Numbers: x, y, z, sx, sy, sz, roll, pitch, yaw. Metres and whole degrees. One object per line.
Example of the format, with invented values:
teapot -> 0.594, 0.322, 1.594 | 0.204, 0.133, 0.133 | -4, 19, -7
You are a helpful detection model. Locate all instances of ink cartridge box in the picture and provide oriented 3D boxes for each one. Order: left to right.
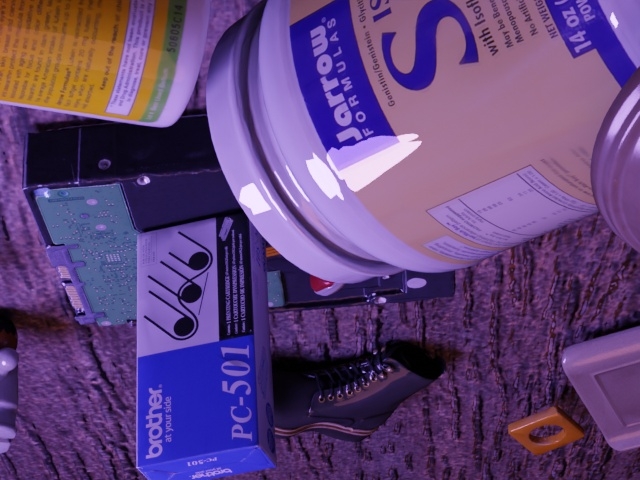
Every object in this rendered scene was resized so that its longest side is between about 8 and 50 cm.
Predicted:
ink cartridge box -> -0.090, 0.081, 1.201 | 0.097, 0.207, 0.046 | -12, 147, 12

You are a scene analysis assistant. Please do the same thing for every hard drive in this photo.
hard drive -> -0.057, -0.019, 1.299 | 0.339, 0.064, 0.237 | -6, 148, 2

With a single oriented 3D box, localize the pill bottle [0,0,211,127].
pill bottle -> -0.203, -0.156, 0.995 | 0.245, 0.136, 0.136 | 7, 146, -18

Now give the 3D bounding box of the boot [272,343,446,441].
boot -> 0.015, 0.138, 1.561 | 0.198, 0.077, 0.137 | 8, 144, -42

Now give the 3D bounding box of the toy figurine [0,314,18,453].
toy figurine -> -0.383, 0.110, 1.401 | 0.209, 0.148, 0.213 | -20, 143, 13

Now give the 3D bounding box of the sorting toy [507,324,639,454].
sorting toy -> 0.356, 0.136, 1.611 | 0.347, 0.047, 0.196 | -18, 139, 16

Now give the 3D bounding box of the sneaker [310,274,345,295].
sneaker -> 0.000, 0.000, 1.237 | 0.067, 0.042, 0.118 | 7, 139, -25

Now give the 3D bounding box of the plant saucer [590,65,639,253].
plant saucer -> 0.283, -0.057, 0.832 | 0.278, 0.041, 0.278 | -9, 144, -7

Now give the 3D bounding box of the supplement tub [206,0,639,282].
supplement tub -> 0.113, -0.119, 0.981 | 0.331, 0.241, 0.241 | -24, 143, 37
